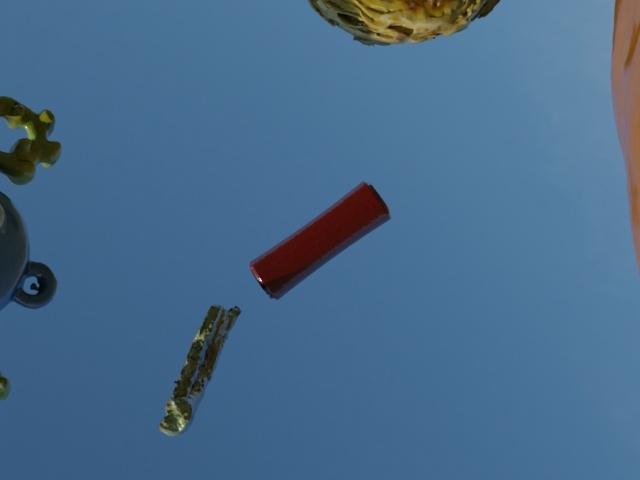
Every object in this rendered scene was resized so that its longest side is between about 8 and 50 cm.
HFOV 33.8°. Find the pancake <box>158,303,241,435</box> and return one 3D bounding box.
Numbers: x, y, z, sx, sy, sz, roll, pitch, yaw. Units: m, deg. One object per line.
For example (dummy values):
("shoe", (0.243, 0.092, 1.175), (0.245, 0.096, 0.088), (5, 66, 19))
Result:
("pancake", (-0.181, 0.186, 1.636), (0.054, 0.197, 0.376), (19, -150, -1))

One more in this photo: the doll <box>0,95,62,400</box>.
("doll", (-0.400, -0.034, 1.002), (0.341, 0.099, 0.346), (30, -120, -20))

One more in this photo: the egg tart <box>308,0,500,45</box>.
("egg tart", (0.103, -0.331, 1.216), (0.116, 0.294, 0.295), (66, 180, -60))

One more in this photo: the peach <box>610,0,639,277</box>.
("peach", (0.253, -0.056, 0.317), (0.342, 0.302, 0.343), (-6, -126, 8))

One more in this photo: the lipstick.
("lipstick", (0.000, 0.000, 1.697), (0.080, 0.241, 0.080), (55, -179, -2))

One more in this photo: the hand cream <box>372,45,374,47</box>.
("hand cream", (-0.019, -0.388, 1.480), (0.320, 0.067, 0.109), (30, -145, -49))
